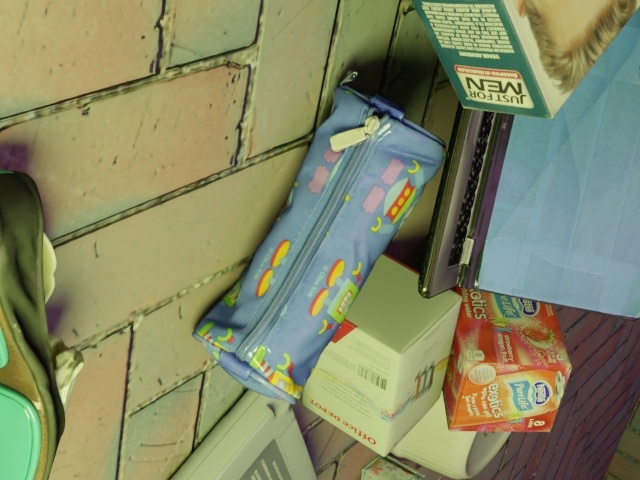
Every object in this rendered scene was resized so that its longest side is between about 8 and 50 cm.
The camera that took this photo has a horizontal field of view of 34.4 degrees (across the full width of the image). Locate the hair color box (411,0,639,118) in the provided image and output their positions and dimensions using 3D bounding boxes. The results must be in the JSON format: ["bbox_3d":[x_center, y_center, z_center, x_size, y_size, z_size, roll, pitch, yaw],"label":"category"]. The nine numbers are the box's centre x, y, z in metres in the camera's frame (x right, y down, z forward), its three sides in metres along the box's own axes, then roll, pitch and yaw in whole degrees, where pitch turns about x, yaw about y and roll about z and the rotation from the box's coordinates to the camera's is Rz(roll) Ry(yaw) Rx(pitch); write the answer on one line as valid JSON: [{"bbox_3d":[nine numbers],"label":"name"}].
[{"bbox_3d":[0.130,-0.282,0.801,0.174,0.105,0.347,-50,130,-21],"label":"hair color box"}]

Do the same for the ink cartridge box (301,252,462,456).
[{"bbox_3d":[0.068,0.130,1.200,0.127,0.128,0.176,-37,146,-40],"label":"ink cartridge box"}]

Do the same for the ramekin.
[{"bbox_3d":[0.227,0.240,1.588,0.273,0.127,0.273,-42,148,-34],"label":"ramekin"}]

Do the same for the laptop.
[{"bbox_3d":[0.279,-0.110,1.095,0.408,0.236,0.382,0,103,-77],"label":"laptop"}]

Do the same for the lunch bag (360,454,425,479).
[{"bbox_3d":[0.109,0.357,1.558,0.083,0.071,0.053,-22,130,-49],"label":"lunch bag"}]

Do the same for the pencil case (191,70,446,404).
[{"bbox_3d":[0.000,0.000,0.961,0.306,0.119,0.133,-60,164,-3],"label":"pencil case"}]

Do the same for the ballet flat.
[{"bbox_3d":[-0.208,0.074,0.707,0.096,0.095,0.280,-49,153,-49],"label":"ballet flat"}]

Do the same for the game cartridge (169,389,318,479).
[{"bbox_3d":[-0.090,0.299,1.173,0.196,0.060,0.294,-52,152,-25],"label":"game cartridge"}]

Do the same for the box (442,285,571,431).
[{"bbox_3d":[0.213,0.106,1.290,0.257,0.128,0.123,-93,-173,-51],"label":"box"}]
